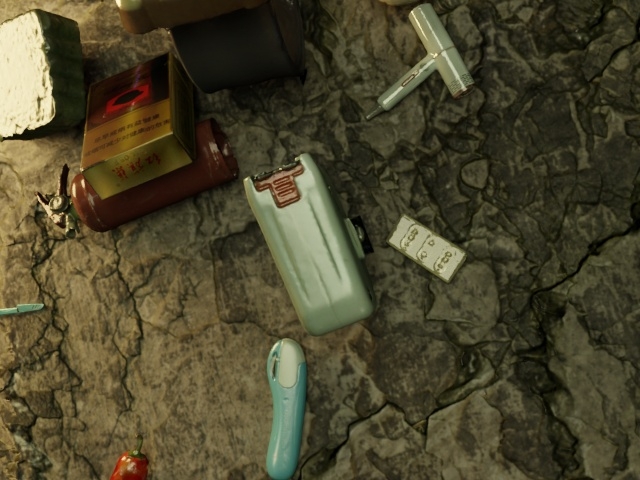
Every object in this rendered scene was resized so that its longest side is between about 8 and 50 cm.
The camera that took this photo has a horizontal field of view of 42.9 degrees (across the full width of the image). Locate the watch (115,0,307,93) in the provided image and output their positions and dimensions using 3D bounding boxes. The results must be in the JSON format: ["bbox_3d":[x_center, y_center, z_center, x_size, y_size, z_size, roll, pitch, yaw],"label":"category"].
[{"bbox_3d":[-0.135,-0.355,1.165,0.314,0.327,0.335,-12,58,10],"label":"watch"}]

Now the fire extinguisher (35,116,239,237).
[{"bbox_3d":[-0.307,-0.102,1.305,0.337,0.106,0.147,-20,55,7],"label":"fire extinguisher"}]

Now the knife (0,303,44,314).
[{"bbox_3d":[-0.505,0.115,1.363,0.091,0.005,0.014,-7,87,8],"label":"knife"}]

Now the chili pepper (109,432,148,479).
[{"bbox_3d":[-0.307,0.390,1.292,0.059,0.050,0.191,21,102,7],"label":"chili pepper"}]

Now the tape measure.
[{"bbox_3d":[0.000,0.000,1.171,0.125,0.246,0.243,-20,94,8],"label":"tape measure"}]

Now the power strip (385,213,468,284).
[{"bbox_3d":[0.161,0.011,1.250,0.123,0.032,0.056,33,91,10],"label":"power strip"}]

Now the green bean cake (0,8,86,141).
[{"bbox_3d":[-0.465,-0.259,1.314,0.183,0.094,0.185,-8,86,33],"label":"green bean cake"}]

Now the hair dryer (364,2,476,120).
[{"bbox_3d":[0.128,-0.261,1.272,0.183,0.044,0.155,-28,80,9],"label":"hair dryer"}]

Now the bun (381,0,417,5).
[{"bbox_3d":[0.106,-0.423,1.260,0.138,0.094,0.138,6,77,-28],"label":"bun"}]

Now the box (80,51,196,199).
[{"bbox_3d":[-0.279,-0.182,1.249,0.159,0.071,0.240,-22,42,9],"label":"box"}]

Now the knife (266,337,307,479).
[{"bbox_3d":[-0.055,0.264,1.270,0.064,0.031,0.222,4,90,5],"label":"knife"}]
